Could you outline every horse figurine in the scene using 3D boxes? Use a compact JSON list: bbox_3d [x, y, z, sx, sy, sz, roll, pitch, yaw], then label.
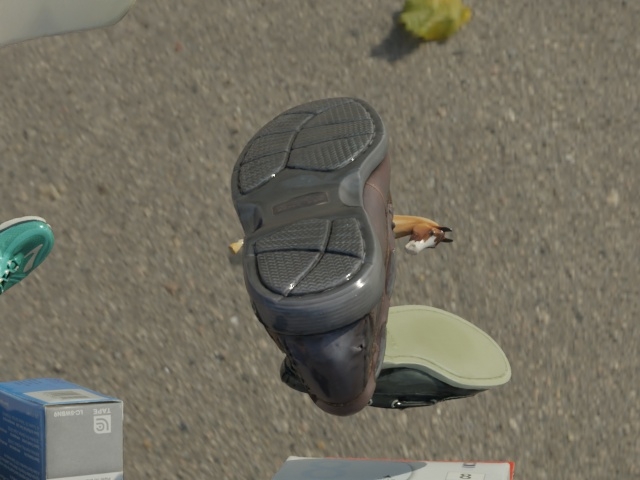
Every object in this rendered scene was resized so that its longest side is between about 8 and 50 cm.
[{"bbox_3d":[0.006,0.000,1.534,0.174,0.066,0.263,-24,13,-29],"label":"horse figurine"}]

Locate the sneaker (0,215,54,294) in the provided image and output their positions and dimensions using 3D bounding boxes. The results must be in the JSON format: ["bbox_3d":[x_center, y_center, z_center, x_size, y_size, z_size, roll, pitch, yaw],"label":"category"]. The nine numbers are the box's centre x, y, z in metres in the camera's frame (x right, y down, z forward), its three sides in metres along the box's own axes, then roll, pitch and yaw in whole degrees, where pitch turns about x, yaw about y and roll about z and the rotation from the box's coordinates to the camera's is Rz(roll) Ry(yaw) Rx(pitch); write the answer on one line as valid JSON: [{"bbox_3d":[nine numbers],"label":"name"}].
[{"bbox_3d":[-0.523,0.070,2.051,0.275,0.107,0.110,-40,38,-17],"label":"sneaker"}]

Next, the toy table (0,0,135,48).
[{"bbox_3d":[-0.256,-0.161,0.797,0.161,0.252,0.274,-54,27,16],"label":"toy table"}]

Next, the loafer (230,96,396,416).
[{"bbox_3d":[0.000,0.000,0.862,0.109,0.095,0.302,-10,27,6],"label":"loafer"}]

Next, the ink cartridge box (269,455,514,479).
[{"bbox_3d":[0.117,0.332,1.863,0.308,0.385,0.091,-1,98,11],"label":"ink cartridge box"}]

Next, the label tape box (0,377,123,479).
[{"bbox_3d":[-0.331,0.350,1.628,0.106,0.241,0.333,-1,92,-29],"label":"label tape box"}]

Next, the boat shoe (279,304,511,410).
[{"bbox_3d":[0.093,0.162,1.664,0.113,0.340,0.127,-51,52,33],"label":"boat shoe"}]
